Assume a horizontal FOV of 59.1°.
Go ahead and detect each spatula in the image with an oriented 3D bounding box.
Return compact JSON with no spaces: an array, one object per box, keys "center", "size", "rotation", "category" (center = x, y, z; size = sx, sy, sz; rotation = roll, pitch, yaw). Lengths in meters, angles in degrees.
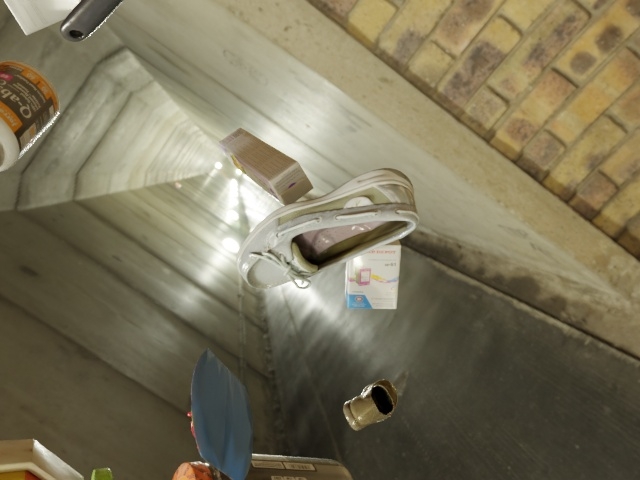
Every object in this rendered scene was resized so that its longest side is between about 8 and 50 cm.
[{"center":[-0.160,-0.282,0.528],"size":[0.296,0.084,0.030],"rotation":[-33,62,28],"category":"spatula"}]

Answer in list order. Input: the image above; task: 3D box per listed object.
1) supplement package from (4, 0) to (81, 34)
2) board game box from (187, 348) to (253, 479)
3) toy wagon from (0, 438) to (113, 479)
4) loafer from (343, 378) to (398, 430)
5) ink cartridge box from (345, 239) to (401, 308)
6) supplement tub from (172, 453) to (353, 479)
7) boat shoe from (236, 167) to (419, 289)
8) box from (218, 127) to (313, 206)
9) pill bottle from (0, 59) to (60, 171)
[{"center":[-0.706,-0.630,1.477],"size":[0.179,0.105,0.105],"rotation":[-20,31,5],"category":"supplement package"},{"center":[-0.132,0.221,0.696],"size":[0.033,0.169,0.133],"rotation":[-15,47,12],"category":"board game box"},{"center":[-0.374,0.371,0.601],"size":[0.068,0.267,0.345],"rotation":[39,121,60],"category":"toy wagon"},{"center":[0.086,0.237,0.824],"size":[0.050,0.056,0.148],"rotation":[-31,-10,24],"category":"loafer"},{"center":[0.090,0.053,0.980],"size":[0.052,0.088,0.123],"rotation":[-92,3,-71],"category":"ink cartridge box"},{"center":[-0.110,0.521,1.085],"size":[0.207,0.337,0.207],"rotation":[-34,48,50],"category":"supplement tub"},{"center":[0.002,0.001,0.881],"size":[0.320,0.118,0.103],"rotation":[-24,41,18],"category":"boat shoe"},{"center":[-0.117,-0.151,1.100],"size":[0.067,0.063,0.324],"rotation":[-38,33,-9],"category":"box"},{"center":[-0.672,-0.241,1.160],"size":[0.162,0.162,0.279],"rotation":[-46,23,36],"category":"pill bottle"}]
